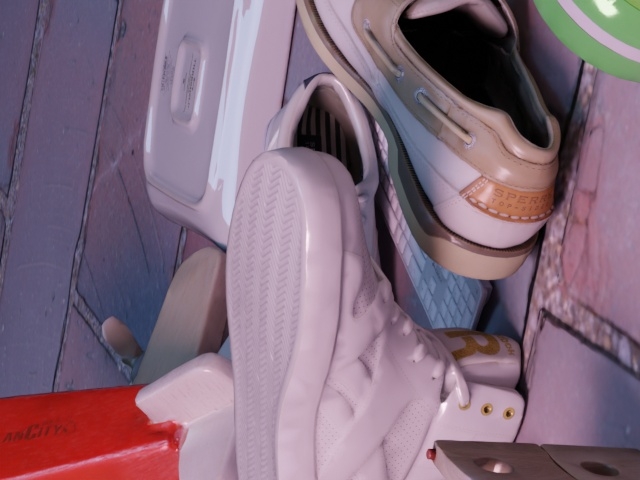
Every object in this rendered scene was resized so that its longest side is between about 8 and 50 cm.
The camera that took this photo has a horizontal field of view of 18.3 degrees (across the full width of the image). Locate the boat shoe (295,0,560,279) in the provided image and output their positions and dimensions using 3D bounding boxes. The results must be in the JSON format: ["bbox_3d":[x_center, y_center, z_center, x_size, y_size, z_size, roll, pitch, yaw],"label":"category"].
[{"bbox_3d":[0.074,-0.121,1.238,0.302,0.113,0.103,64,142,35],"label":"boat shoe"}]

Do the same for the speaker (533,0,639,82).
[{"bbox_3d":[0.207,-0.195,0.895,0.296,0.131,0.131,128,141,-52],"label":"speaker"}]

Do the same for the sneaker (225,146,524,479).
[{"bbox_3d":[0.039,0.055,1.176,0.108,0.169,0.292,-124,27,-46],"label":"sneaker"}]

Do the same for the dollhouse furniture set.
[{"bbox_3d":[0.091,0.160,1.091,0.184,0.129,0.129,-139,57,-63],"label":"dollhouse furniture set"}]

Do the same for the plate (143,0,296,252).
[{"bbox_3d":[-0.098,-0.136,1.733,0.278,0.045,0.277,-152,69,-67],"label":"plate"}]

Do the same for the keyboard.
[{"bbox_3d":[0.064,-0.019,1.350,0.256,0.014,0.072,-111,34,-48],"label":"keyboard"}]

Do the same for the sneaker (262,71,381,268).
[{"bbox_3d":[0.000,0.000,1.377,0.091,0.094,0.258,107,156,-58],"label":"sneaker"}]

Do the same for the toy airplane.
[{"bbox_3d":[-0.145,0.195,1.500,0.384,0.386,0.272,37,160,52],"label":"toy airplane"}]
